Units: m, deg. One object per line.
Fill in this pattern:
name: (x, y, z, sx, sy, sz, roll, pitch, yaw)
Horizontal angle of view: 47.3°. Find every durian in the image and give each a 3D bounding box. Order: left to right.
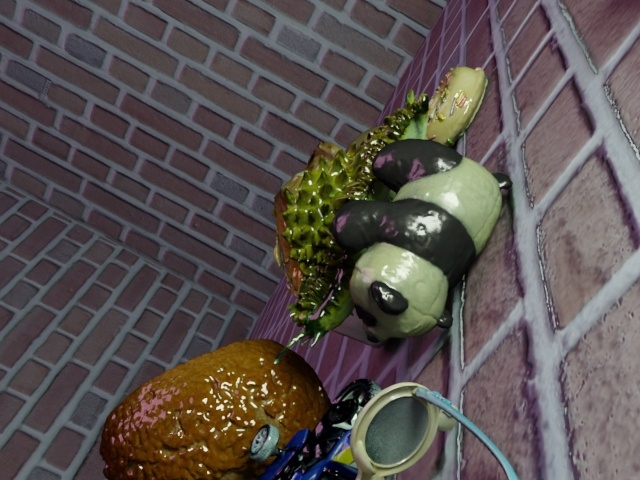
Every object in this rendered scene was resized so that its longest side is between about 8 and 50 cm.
durian: (0.027, -0.021, 0.872, 0.132, 0.106, 0.375, 45, -113, -51)

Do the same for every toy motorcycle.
toy motorcycle: (-0.023, 0.279, 0.758, 0.315, 0.113, 0.169, -52, 17, 11)

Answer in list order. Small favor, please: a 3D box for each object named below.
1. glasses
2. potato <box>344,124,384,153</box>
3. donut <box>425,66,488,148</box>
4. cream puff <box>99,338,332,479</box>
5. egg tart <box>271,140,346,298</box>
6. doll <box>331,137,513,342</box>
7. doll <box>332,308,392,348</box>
glasses: (0.052, 0.199, 0.508, 0.190, 0.088, 0.220, -61, 5, -5)
potato: (0.104, -0.090, 1.227, 0.235, 0.160, 0.178, -91, -13, -53)
donut: (0.221, -0.225, 1.259, 0.175, 0.068, 0.174, -60, 6, 11)
cream puff: (-0.122, 0.266, 0.948, 0.212, 0.303, 0.303, 62, 139, 28)
egg tart: (0.000, 0.000, 1.163, 0.315, 0.120, 0.315, 169, 90, -72)
doll: (0.103, -0.001, 0.786, 0.135, 0.144, 0.234, 12, 57, 42)
doll: (0.079, 0.056, 0.953, 0.181, 0.106, 0.110, -56, -17, -4)
